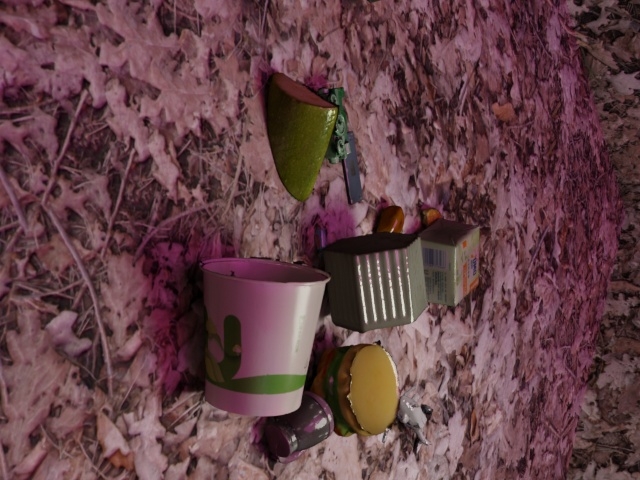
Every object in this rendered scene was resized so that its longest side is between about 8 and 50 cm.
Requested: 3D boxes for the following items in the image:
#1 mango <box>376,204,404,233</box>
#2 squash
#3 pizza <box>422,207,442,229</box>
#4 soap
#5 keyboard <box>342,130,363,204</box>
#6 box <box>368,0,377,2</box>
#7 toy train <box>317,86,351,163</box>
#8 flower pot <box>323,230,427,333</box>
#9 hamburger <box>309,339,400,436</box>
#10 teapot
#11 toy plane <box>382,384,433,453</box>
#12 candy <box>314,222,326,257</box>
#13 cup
[{"bbox_3d":[0.184,-0.042,2.070,0.080,0.060,0.114,75,34,-44],"label":"mango"},{"bbox_3d":[-0.076,-0.215,1.730,0.093,0.169,0.252,-29,147,-48],"label":"squash"},{"bbox_3d":[0.318,-0.043,2.294,0.123,0.026,0.109,14,87,-57],"label":"pizza"},{"bbox_3d":[0.360,0.061,2.241,0.182,0.138,0.200,-32,125,-52],"label":"soap"},{"bbox_3d":[0.076,-0.179,1.952,0.055,0.014,0.176,-29,114,-51],"label":"keyboard"},{"bbox_3d":[0.137,-0.716,1.858,0.290,0.220,0.166,39,47,-47],"label":"box"},{"bbox_3d":[0.027,-0.270,1.837,0.104,0.071,0.178,-34,117,-62],"label":"toy train"},{"bbox_3d":[0.130,0.092,1.851,0.239,0.209,0.190,-33,118,-62],"label":"flower pot"},{"bbox_3d":[0.071,0.353,1.841,0.237,0.148,0.237,18,68,-51],"label":"hamburger"},{"bbox_3d":[-0.059,0.411,1.713,0.146,0.148,0.116,-27,76,-40],"label":"teapot"},{"bbox_3d":[0.252,0.508,2.142,0.182,0.107,0.273,-43,129,-40],"label":"toy plane"},{"bbox_3d":[-0.001,0.000,1.839,0.030,0.020,0.083,-7,96,-56],"label":"candy"},{"bbox_3d":[-0.117,0.177,1.505,0.253,0.253,0.274,-5,103,-55],"label":"cup"}]
